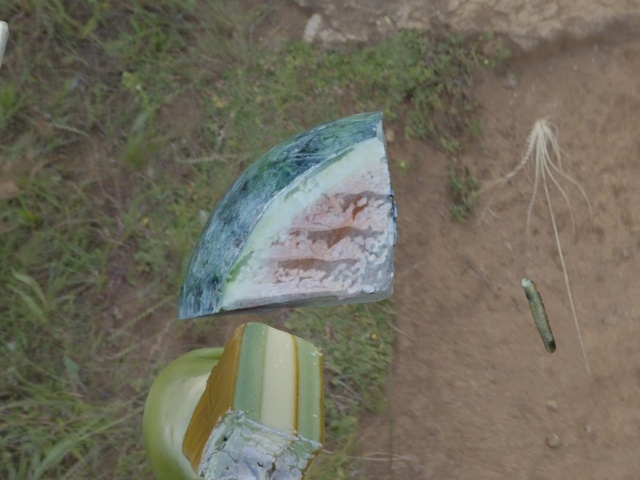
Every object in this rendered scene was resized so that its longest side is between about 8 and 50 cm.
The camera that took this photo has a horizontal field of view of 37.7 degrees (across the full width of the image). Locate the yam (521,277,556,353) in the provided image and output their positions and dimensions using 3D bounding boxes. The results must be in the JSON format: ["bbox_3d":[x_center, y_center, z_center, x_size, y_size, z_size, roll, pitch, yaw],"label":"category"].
[{"bbox_3d":[0.211,0.074,0.899,0.014,0.107,0.014,-17,40,15],"label":"yam"}]

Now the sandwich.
[{"bbox_3d":[-0.077,0.242,1.337,0.155,0.198,0.228,24,84,-15],"label":"sandwich"}]

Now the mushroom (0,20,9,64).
[{"bbox_3d":[-0.295,-0.082,0.768,0.084,0.071,0.209,-12,70,59],"label":"mushroom"}]

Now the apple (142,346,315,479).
[{"bbox_3d":[-0.175,0.371,1.809,0.357,0.357,0.357,-6,73,19],"label":"apple"}]

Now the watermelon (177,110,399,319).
[{"bbox_3d":[0.000,0.000,1.201,0.387,0.258,0.228,-48,21,-12],"label":"watermelon"}]
